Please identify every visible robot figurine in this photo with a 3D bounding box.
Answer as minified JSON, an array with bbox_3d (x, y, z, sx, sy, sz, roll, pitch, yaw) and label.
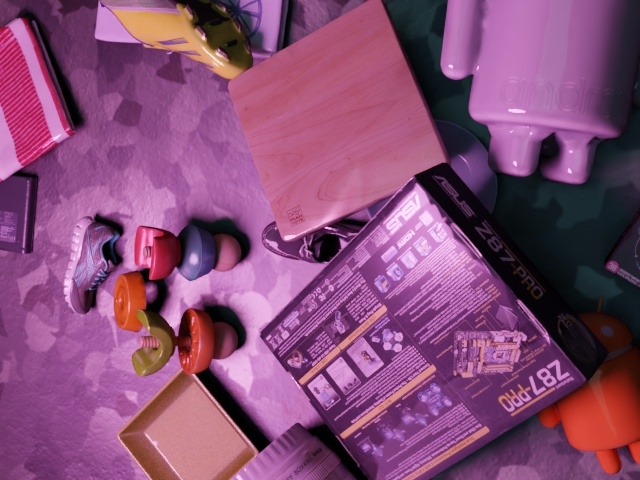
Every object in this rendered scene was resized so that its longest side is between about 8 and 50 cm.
[{"bbox_3d":[0.365,0.190,1.067,0.158,0.128,0.219,-22,85,50],"label":"robot figurine"},{"bbox_3d":[0.302,-0.252,1.023,0.299,0.200,0.354,6,96,-9],"label":"robot figurine"}]

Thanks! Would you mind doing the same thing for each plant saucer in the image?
[{"bbox_3d":[0.159,-0.076,1.169,0.194,0.037,0.195,1,92,19],"label":"plant saucer"},{"bbox_3d":[-0.210,0.326,1.316,0.188,0.045,0.188,-45,79,16],"label":"plant saucer"}]

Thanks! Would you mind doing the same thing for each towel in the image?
[{"bbox_3d":[-0.590,-0.210,1.406,0.329,0.037,0.237,-27,78,18],"label":"towel"}]

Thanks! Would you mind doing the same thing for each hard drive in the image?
[{"bbox_3d":[-0.546,-0.050,1.420,0.094,0.022,0.135,8,96,19],"label":"hard drive"}]

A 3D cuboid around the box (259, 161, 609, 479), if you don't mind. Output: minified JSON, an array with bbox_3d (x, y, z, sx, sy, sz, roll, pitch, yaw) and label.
[{"bbox_3d":[0.127,0.138,1.092,0.318,0.097,0.395,52,129,11],"label":"box"}]

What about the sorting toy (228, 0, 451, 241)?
[{"bbox_3d":[0.031,-0.162,1.148,0.257,0.089,0.256,-25,78,22],"label":"sorting toy"}]

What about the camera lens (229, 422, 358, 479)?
[{"bbox_3d":[-0.016,0.432,1.164,0.219,0.219,0.274,-46,79,16],"label":"camera lens"}]

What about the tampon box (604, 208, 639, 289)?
[{"bbox_3d":[0.459,-0.003,1.036,0.120,0.101,0.161,34,103,13],"label":"tampon box"}]

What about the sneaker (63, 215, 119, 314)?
[{"bbox_3d":[-0.378,0.046,1.350,0.076,0.065,0.167,11,98,14],"label":"sneaker"}]

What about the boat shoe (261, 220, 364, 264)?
[{"bbox_3d":[0.000,0.000,1.213,0.206,0.065,0.075,7,96,19],"label":"boat shoe"}]

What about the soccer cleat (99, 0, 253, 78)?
[{"bbox_3d":[-0.221,-0.326,1.233,0.289,0.093,0.121,38,134,9],"label":"soccer cleat"}]

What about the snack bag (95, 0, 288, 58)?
[{"bbox_3d":[-0.201,-0.452,1.271,0.342,0.037,0.323,7,95,18],"label":"snack bag"}]

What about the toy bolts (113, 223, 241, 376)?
[{"bbox_3d":[-0.219,0.076,1.285,0.218,0.158,0.229,38,121,54],"label":"toy bolts"}]
